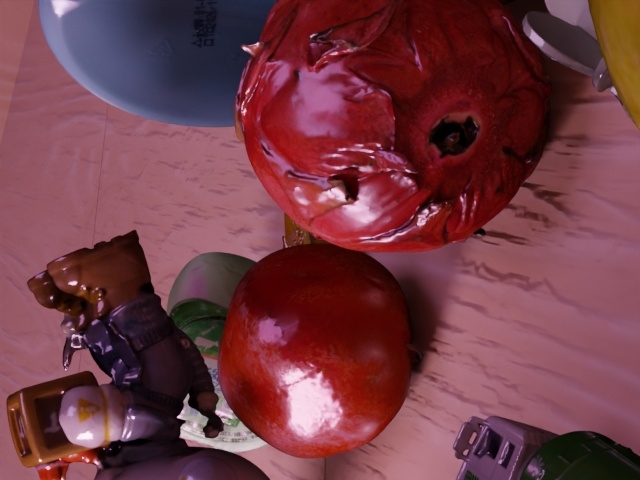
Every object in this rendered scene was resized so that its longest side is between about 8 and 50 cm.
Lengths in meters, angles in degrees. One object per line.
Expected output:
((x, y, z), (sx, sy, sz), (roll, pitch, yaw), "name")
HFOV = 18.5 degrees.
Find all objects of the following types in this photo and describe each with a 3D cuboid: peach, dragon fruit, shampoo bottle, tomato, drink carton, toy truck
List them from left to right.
((-0.103, -0.330, 1.844), (0.331, 0.331, 0.343), (126, 149, -46), "shampoo bottle")
((-0.089, 0.095, 1.833), (0.142, 0.146, 0.144), (-98, 30, -61), "drink carton")
((-0.005, 0.094, 1.592), (0.187, 0.151, 0.187), (-34, 51, 58), "tomato")
((0.000, 0.000, 1.758), (0.098, 0.061, 0.098), (171, 90, -77), "peach")
((0.053, -0.101, 1.459), (0.252, 0.241, 0.241), (26, 103, 41), "dragon fruit")
((0.161, 0.182, 1.181), (0.242, 0.101, 0.125), (31, 101, 66), "toy truck")

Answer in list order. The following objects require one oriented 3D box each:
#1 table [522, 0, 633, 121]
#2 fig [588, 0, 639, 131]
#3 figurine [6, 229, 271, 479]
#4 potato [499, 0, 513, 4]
((0.237, -0.172, 1.140), (0.198, 0.166, 0.166), (-57, 27, 25), "table")
((0.267, -0.091, 0.872), (0.326, 0.258, 0.258), (59, 135, 38), "fig")
((-0.142, 0.191, 1.635), (0.382, 0.186, 0.261), (67, 163, 2), "figurine")
((0.126, -0.224, 1.542), (0.188, 0.085, 0.105), (13, 92, 65), "potato")
